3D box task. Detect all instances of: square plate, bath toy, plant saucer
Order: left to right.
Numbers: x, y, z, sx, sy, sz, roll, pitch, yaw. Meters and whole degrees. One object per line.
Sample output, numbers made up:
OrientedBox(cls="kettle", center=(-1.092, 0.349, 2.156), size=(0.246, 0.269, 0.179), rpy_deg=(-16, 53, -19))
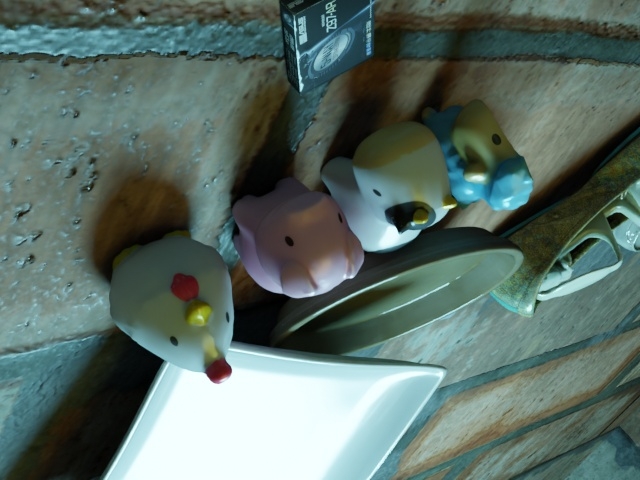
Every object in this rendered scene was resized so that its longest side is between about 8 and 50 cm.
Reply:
OrientedBox(cls="square plate", center=(-0.081, 0.233, 0.984), size=(0.347, 0.049, 0.344), rpy_deg=(12, 120, -40))
OrientedBox(cls="bath toy", center=(0.000, 0.000, 0.777), size=(0.348, 0.129, 0.151), rpy_deg=(-28, 151, -18))
OrientedBox(cls="plant saucer", center=(0.071, 0.056, 0.969), size=(0.278, 0.041, 0.278), rpy_deg=(-20, 163, -7))

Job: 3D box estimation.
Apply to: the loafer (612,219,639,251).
OrientedBox(cls="loafer", center=(0.527, -0.095, 1.276), size=(0.112, 0.111, 0.319), rpy_deg=(3, 132, -52))

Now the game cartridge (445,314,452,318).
OrientedBox(cls="game cartridge", center=(0.169, 0.072, 1.211), size=(0.056, 0.017, 0.083), rpy_deg=(-12, 143, -47))

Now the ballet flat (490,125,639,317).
OrientedBox(cls="ballet flat", center=(0.352, -0.029, 1.168), size=(0.349, 0.123, 0.123), rpy_deg=(-37, 153, -3))

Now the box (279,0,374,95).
OrientedBox(cls="box", center=(0.006, -0.149, 0.673), size=(0.067, 0.018, 0.083), rpy_deg=(-30, 152, -16))

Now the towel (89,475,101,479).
OrientedBox(cls="towel", center=(-0.111, 0.357, 1.134), size=(0.317, 0.053, 0.331), rpy_deg=(-19, 120, -30))
